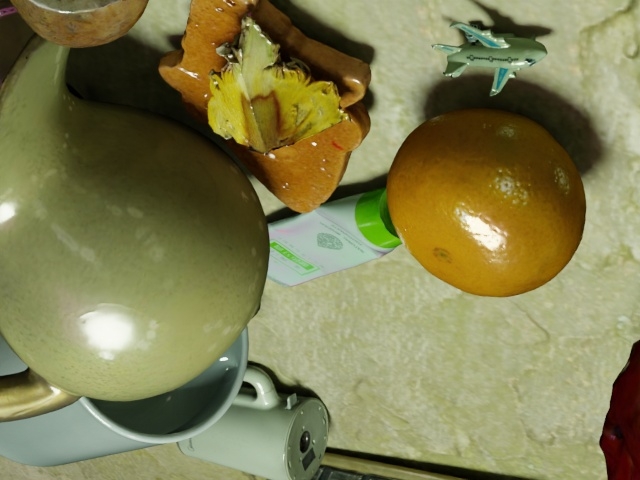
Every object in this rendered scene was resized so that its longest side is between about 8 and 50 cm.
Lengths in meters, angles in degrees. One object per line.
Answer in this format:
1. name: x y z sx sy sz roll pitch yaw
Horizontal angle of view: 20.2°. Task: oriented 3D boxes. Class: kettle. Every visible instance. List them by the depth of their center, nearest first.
1. kettle: -0.082 0.201 1.961 0.148 0.098 0.127 10 157 27

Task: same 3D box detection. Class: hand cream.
1. hand cream: 0.000 -0.001 1.602 0.079 0.050 0.275 57 149 -8

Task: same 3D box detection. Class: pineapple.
1. pineapple: -0.047 -0.112 1.325 0.114 0.077 0.114 0 130 28

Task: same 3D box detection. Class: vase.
1. vase: -0.229 0.009 1.456 0.302 0.329 0.241 44 178 -31

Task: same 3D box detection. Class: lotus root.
1. lotus root: -0.177 -0.201 1.272 0.112 0.122 0.081 0 162 -12

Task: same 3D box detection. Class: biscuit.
1. biscuit: -0.036 -0.113 1.413 0.183 0.043 0.280 12 152 24

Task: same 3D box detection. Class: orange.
1. orange: 0.127 -0.032 1.362 0.156 0.124 0.156 31 152 19

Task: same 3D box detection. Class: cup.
1. cup: -0.236 0.118 1.799 0.205 0.205 0.312 34 151 -23

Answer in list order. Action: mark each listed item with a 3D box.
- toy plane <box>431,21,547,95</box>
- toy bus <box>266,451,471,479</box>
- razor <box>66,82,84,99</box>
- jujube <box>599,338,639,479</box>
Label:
1. toy plane: 0.123 -0.134 1.275 0.083 0.033 0.080 -4 143 28
2. toy bus: 0.098 0.356 2.005 0.365 0.202 0.177 8 144 30
3. razor: -0.195 -0.095 1.571 0.044 0.028 0.154 -30 129 17
4. jujube: 0.357 0.185 1.484 0.258 0.258 0.376 17 148 8
